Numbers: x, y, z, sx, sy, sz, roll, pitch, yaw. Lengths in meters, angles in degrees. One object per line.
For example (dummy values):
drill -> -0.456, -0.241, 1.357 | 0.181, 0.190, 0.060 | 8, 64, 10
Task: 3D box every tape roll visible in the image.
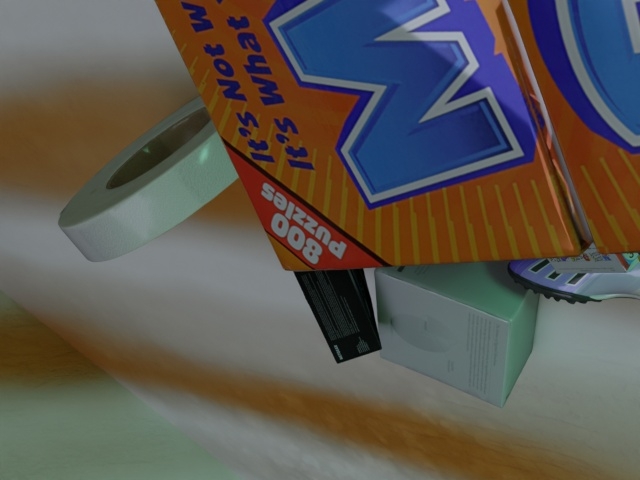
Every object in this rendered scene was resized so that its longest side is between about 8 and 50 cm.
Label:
tape roll -> -0.220, -0.116, 1.332 | 0.392, 0.392, 0.072 | -12, 122, 49

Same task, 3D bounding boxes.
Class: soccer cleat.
soccer cleat -> 0.402, 0.025, 1.192 | 0.318, 0.109, 0.116 | 9, 116, 38

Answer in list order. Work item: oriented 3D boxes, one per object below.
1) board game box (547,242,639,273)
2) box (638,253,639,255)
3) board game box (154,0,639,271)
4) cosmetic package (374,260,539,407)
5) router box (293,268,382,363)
board game box -> 0.283, -0.112, 1.028 | 0.275, 0.142, 0.144 | 53, 164, -10
box -> 0.421, -0.155, 0.728 | 0.179, 0.312, 0.343 | 44, 138, -2
board game box -> 0.137, -0.234, 0.400 | 0.356, 0.356, 0.356 | -6, 116, 45
cosmetic package -> 0.219, 0.115, 1.413 | 0.225, 0.138, 0.224 | 22, 142, 25
router box -> 0.000, 0.000, 1.398 | 0.081, 0.243, 0.309 | -19, 124, 7
